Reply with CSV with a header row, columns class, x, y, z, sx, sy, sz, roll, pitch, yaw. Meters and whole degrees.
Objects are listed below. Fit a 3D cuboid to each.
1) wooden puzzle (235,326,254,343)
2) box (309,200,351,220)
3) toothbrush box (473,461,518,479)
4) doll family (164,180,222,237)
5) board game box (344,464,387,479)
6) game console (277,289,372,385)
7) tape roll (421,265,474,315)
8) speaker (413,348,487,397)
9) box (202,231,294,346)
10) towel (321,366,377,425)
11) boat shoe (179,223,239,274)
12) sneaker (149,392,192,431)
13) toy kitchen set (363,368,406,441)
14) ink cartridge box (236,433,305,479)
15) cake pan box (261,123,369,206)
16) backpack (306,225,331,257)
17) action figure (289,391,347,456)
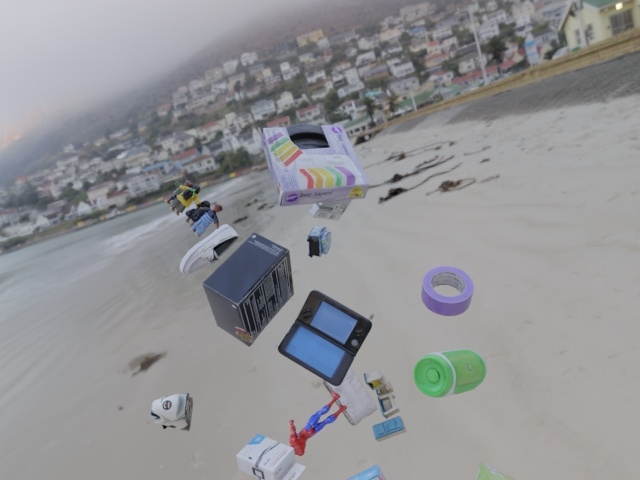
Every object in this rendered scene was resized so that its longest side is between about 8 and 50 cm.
class,x,y,z,sx,sy,sz,roll,pitch,yaw
wooden puzzle,-0.214,0.267,1.320,0.083,0.049,0.006,9,43,43
box,0.061,-0.163,1.797,0.145,0.038,0.186,4,-50,-45
toothbrush box,0.529,0.734,1.249,0.206,0.122,0.283,23,-6,10
doll family,-0.361,-0.100,1.356,0.111,0.193,0.076,-45,2,0
board game box,0.165,0.943,1.555,0.242,0.316,0.064,-29,2,7
game console,0.020,0.386,1.882,0.293,0.250,0.173,29,19,7
tape roll,0.481,0.190,1.782,0.189,0.080,0.189,-4,43,3
speaker,0.397,0.397,1.413,0.131,0.131,0.297,-10,-13,38
box,-0.262,0.184,1.769,0.183,0.296,0.294,25,54,22
towel,0.136,0.720,2.230,0.187,0.282,0.049,-14,-33,-44
boat shoe,-0.439,0.050,1.876,0.267,0.096,0.088,-41,58,-18
sneaker,-0.566,0.651,1.786,0.146,0.122,0.330,1,-34,-8
toy kitchen set,0.223,0.636,1.810,0.122,0.166,0.207,-26,45,10
ink cartridge box,-0.146,0.656,1.392,0.180,0.060,0.104,5,22,33
cake pan box,-0.021,-0.219,1.308,0.246,0.266,0.070,-5,-37,-18
backpack,0.000,0.000,1.884,0.084,0.105,0.114,6,37,13
action figure,-0.049,0.650,1.636,0.280,0.091,0.139,-36,12,-35
